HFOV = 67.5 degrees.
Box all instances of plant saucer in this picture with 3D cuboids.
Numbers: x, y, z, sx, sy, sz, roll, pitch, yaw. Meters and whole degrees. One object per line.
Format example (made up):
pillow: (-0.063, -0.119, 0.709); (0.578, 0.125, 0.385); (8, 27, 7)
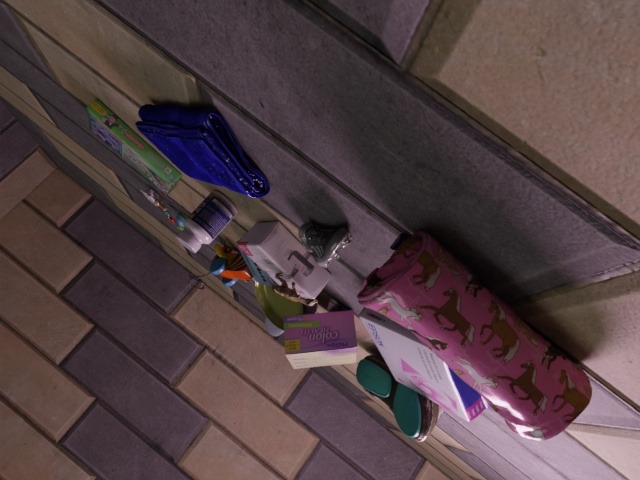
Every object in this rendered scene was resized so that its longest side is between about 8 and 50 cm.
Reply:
plant saucer: (-0.132, 0.191, 1.616); (0.241, 0.037, 0.241); (22, 123, 39)

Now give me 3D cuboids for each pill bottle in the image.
pill bottle: (-0.320, -0.050, 1.339); (0.094, 0.169, 0.094); (34, 161, 13)

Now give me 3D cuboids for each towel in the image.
towel: (-0.270, -0.193, 1.055); (0.308, 0.076, 0.228); (20, 153, 44)

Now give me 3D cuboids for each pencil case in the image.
pencil case: (0.247, 0.156, 0.774); (0.386, 0.160, 0.167); (40, -165, -5)

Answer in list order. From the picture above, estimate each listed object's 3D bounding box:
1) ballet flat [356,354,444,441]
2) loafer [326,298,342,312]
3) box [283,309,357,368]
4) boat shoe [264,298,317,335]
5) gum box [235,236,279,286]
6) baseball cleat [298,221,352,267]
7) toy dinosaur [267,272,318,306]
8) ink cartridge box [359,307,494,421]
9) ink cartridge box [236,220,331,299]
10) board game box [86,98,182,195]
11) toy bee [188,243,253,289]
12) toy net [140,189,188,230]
ballet flat: (0.275, 0.476, 1.497); (0.182, 0.164, 0.483); (13, 180, -17)
loafer: (0.040, 0.224, 1.508); (0.045, 0.039, 0.125); (29, 159, 25)
box: (0.003, 0.316, 1.507); (0.213, 0.117, 0.243); (-6, 156, 1)
boat shoe: (-0.087, 0.254, 1.710); (0.113, 0.105, 0.306); (52, 137, 9)
gum box: (-0.183, 0.070, 1.501); (0.184, 0.041, 0.157); (7, 126, 57)
baseball cleat: (0.000, 0.000, 1.010); (0.109, 0.072, 0.206); (44, 158, 4)
toy dinosaur: (-0.096, 0.128, 1.234); (0.183, 0.053, 0.093); (23, 156, 32)
ink cartridge box: (0.281, 0.311, 1.168); (0.330, 0.071, 0.324); (20, 148, 45)
ink cartridge box: (-0.097, 0.053, 1.285); (0.218, 0.092, 0.158); (48, 159, -21)
board game box: (-0.581, -0.278, 1.494); (0.317, 0.046, 0.213); (44, 160, -14)
toy bee: (-0.359, 0.079, 1.806); (0.298, 0.162, 0.195); (5, 141, 17)
toy net: (-0.621, -0.131, 1.929); (0.232, 0.045, 0.122); (44, 163, -10)
